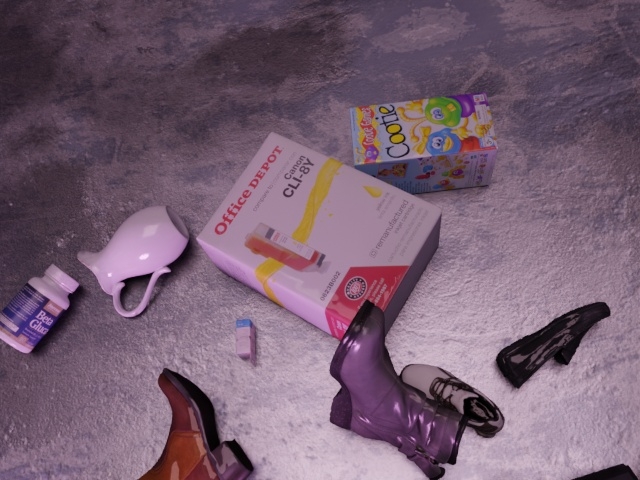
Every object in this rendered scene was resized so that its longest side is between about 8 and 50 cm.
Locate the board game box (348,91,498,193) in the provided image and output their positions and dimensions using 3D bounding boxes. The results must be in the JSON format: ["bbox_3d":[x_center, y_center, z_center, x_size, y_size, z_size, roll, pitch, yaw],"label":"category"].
[{"bbox_3d":[0.204,-0.191,1.259,0.275,0.144,0.142,-6,64,4],"label":"board game box"}]

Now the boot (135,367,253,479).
[{"bbox_3d":[-0.297,0.407,1.107,0.280,0.096,0.264,-40,74,-3],"label":"boot"}]

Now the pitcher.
[{"bbox_3d":[-0.363,0.039,1.260,0.207,0.125,0.178,-33,86,4],"label":"pitcher"}]

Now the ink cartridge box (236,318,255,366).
[{"bbox_3d":[-0.143,0.198,1.182,0.028,0.048,0.083,-7,64,5],"label":"ink cartridge box"}]

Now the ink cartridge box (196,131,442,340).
[{"bbox_3d":[0.000,0.000,1.190,0.384,0.160,0.279,27,72,19],"label":"ink cartridge box"}]

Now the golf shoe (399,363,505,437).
[{"bbox_3d":[0.230,0.266,1.073,0.198,0.094,0.077,24,72,19],"label":"golf shoe"}]

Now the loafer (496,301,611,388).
[{"bbox_3d":[0.422,0.185,1.096,0.223,0.076,0.078,-30,70,-1],"label":"loafer"}]

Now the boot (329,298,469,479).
[{"bbox_3d":[0.136,0.242,0.977,0.222,0.338,0.118,24,56,21],"label":"boot"}]

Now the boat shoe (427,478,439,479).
[{"bbox_3d":[0.151,0.529,0.953,0.113,0.105,0.307,8,81,2],"label":"boat shoe"}]

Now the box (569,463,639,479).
[{"bbox_3d":[0.385,0.501,0.884,0.295,0.073,0.293,-17,34,0],"label":"box"}]

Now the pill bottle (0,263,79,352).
[{"bbox_3d":[-0.574,0.134,1.248,0.094,0.094,0.169,30,73,20],"label":"pill bottle"}]
